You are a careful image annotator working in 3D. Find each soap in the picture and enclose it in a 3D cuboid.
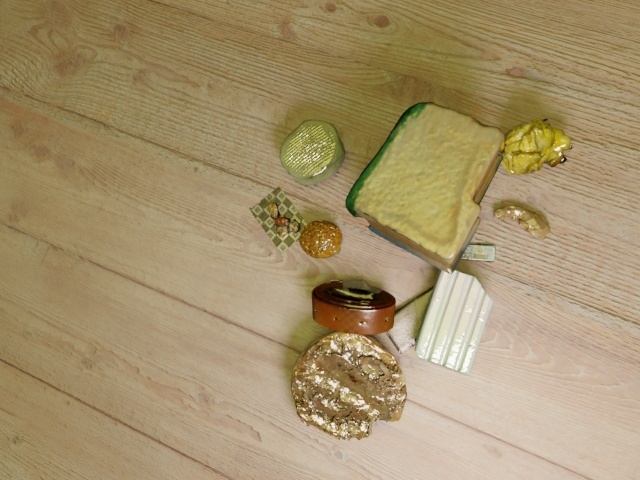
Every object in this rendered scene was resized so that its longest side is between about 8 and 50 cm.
[{"bbox_3d":[0.404,0.239,1.360,0.173,0.095,0.289,18,92,10],"label":"soap"}]

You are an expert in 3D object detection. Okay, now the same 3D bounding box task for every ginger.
[{"bbox_3d":[0.624,-0.066,1.382,0.173,0.051,0.069,26,87,16],"label":"ginger"}]

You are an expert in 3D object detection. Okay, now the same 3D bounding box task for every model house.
[{"bbox_3d":[0.324,-0.148,1.305,0.334,0.342,0.382,30,91,18],"label":"model house"}]

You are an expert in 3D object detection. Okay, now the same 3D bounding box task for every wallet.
[{"bbox_3d":[0.321,0.247,1.436,0.244,0.025,0.124,-36,84,8],"label":"wallet"}]

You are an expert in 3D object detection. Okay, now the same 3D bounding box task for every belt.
[{"bbox_3d":[0.103,0.204,1.399,0.261,0.184,0.105,8,112,21],"label":"belt"}]

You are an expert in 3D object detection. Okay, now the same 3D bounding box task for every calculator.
[{"bbox_3d":[0.465,0.035,1.422,0.172,0.018,0.057,5,90,10],"label":"calculator"}]

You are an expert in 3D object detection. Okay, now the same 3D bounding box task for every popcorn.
[{"bbox_3d":[0.635,-0.286,1.330,0.195,0.168,0.173,-20,47,0],"label":"popcorn"}]

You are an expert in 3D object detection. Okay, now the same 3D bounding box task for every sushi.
[{"bbox_3d":[-0.145,-0.074,1.539,0.139,0.031,0.201,-39,81,8],"label":"sushi"}]

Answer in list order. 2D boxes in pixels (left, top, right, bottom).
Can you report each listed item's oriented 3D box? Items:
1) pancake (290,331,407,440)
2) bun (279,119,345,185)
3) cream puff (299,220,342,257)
[{"bbox_3d":[0.085,0.467,1.409,0.382,0.071,0.382,2,106,8],"label":"pancake"},{"bbox_3d":[-0.020,-0.288,1.487,0.221,0.108,0.221,-3,81,17],"label":"bun"},{"bbox_3d":[-0.001,-0.003,1.471,0.144,0.103,0.126,-1,89,17],"label":"cream puff"}]
